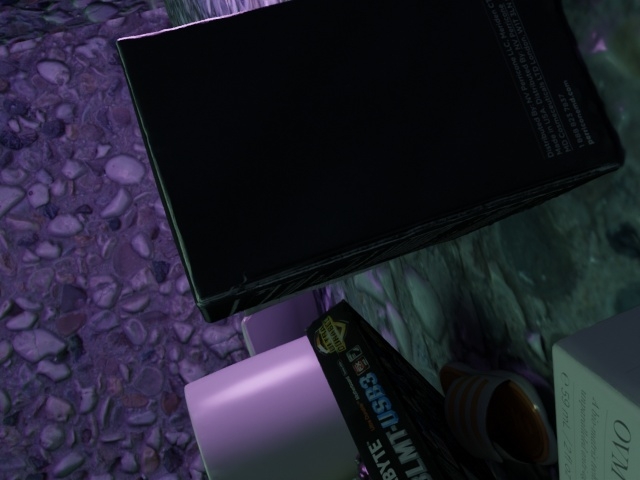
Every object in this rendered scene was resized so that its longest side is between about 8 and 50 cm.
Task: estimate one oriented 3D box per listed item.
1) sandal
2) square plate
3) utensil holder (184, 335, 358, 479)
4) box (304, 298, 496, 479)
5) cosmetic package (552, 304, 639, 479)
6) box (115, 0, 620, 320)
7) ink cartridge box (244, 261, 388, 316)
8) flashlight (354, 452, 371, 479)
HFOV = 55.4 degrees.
[{"bbox_3d":[0.178,0.204,0.707,0.265,0.076,0.102,153,98,-78],"label":"sandal"},{"bbox_3d":[-0.093,0.252,1.575,0.344,0.049,0.348,-55,-42,-54],"label":"square plate"},{"bbox_3d":[-0.059,0.381,1.301,0.327,0.385,0.328,161,90,-79],"label":"utensil holder"},{"bbox_3d":[0.126,0.246,0.699,0.295,0.073,0.293,47,-173,-37],"label":"box"},{"bbox_3d":[0.232,0.166,0.271,0.224,0.138,0.224,-135,28,-62],"label":"cosmetic package"},{"bbox_3d":[0.013,-0.062,0.517,0.296,0.293,0.183,136,115,-76],"label":"box"},{"bbox_3d":[0.000,0.000,0.800,0.275,0.238,0.060,102,147,-67],"label":"ink cartridge box"},{"bbox_3d":[0.149,0.401,0.872,0.304,0.103,0.103,54,-175,-25],"label":"flashlight"}]
